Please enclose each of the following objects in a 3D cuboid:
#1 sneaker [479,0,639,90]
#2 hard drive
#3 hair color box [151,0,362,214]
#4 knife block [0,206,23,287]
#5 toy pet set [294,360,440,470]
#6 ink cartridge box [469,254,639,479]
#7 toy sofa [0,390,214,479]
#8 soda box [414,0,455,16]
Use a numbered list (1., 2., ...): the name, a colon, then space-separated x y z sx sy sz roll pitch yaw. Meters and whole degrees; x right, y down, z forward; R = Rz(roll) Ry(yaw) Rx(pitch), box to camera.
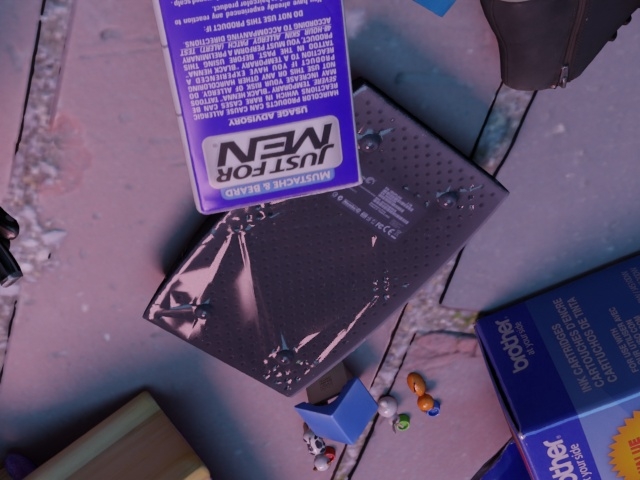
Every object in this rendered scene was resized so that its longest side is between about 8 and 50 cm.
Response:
1. sneaker: 0.209 -0.192 0.770 0.222 0.083 0.118 -24 146 -1
2. hard drive: 0.000 0.000 0.873 0.172 0.054 0.254 33 114 -29
3. hair color box: -0.055 -0.207 0.629 0.110 0.185 0.339 -10 127 -5
4. knife block: -0.315 -0.036 0.671 0.276 0.242 0.088 26 116 -26
5. toy pet set: 0.037 0.160 0.990 0.122 0.065 0.114 -27 126 9
6. ink cartridge box: 0.308 0.153 0.987 0.395 0.151 0.270 -22 127 8
7. toy sofa: -0.131 0.306 1.035 0.150 0.177 0.362 -35 127 -13
8. soda box: 0.105 -0.244 0.686 0.067 0.071 0.210 17 121 -46
